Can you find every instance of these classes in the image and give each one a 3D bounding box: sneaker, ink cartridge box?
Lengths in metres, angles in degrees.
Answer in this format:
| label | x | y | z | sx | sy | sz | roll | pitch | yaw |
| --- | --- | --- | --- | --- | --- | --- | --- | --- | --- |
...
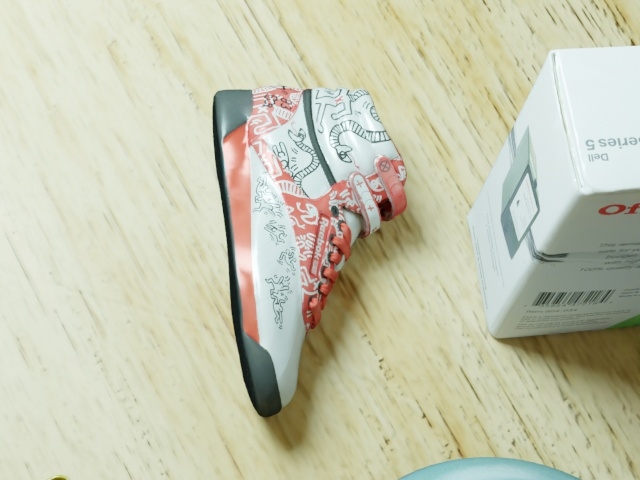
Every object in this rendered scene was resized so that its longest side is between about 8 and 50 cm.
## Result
| label | x | y | z | sx | sy | sz | roll | pitch | yaw |
| --- | --- | --- | --- | --- | --- | --- | --- | --- | --- |
| sneaker | 0.000 | -0.001 | 1.262 | 0.145 | 0.090 | 0.270 | -4 | 64 | -7 |
| ink cartridge box | 0.238 | -0.032 | 1.208 | 0.198 | 0.273 | 0.115 | -4 | 67 | -10 |

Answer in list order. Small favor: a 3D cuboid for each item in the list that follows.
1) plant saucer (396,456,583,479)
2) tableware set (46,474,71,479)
| label | x | y | z | sx | sy | sz | roll | pitch | yaw |
| --- | --- | --- | --- | --- | --- | --- | --- | --- | --- |
| plant saucer | 0.146 | 0.294 | 1.148 | 0.317 | 0.044 | 0.318 | 8 | 60 | -14 |
| tableware set | -0.181 | 0.229 | 1.132 | 0.104 | 0.024 | 0.154 | -16 | 45 | -2 |
